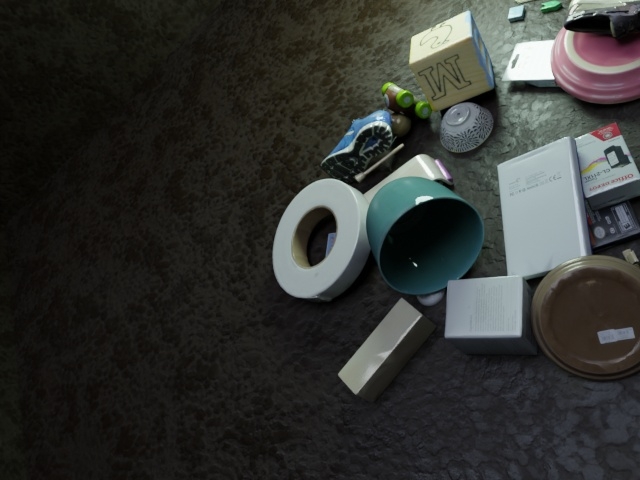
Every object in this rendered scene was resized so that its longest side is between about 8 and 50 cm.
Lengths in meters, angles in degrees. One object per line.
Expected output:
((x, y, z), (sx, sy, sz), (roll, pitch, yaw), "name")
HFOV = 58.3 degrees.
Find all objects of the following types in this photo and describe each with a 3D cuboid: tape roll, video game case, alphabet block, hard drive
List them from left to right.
((0.000, 0.000, 1.796), (0.392, 0.072, 0.392), (-20, 60, 40), "tape roll")
((0.403, -0.547, 1.761), (0.197, 0.193, 0.192), (-19, 37, 27), "alphabet block")
((0.550, -0.073, 1.424), (0.210, 0.040, 0.319), (-22, 61, 49), "hard drive")
((0.638, -0.086, 1.459), (0.248, 0.035, 0.275), (-23, 54, 24), "video game case")

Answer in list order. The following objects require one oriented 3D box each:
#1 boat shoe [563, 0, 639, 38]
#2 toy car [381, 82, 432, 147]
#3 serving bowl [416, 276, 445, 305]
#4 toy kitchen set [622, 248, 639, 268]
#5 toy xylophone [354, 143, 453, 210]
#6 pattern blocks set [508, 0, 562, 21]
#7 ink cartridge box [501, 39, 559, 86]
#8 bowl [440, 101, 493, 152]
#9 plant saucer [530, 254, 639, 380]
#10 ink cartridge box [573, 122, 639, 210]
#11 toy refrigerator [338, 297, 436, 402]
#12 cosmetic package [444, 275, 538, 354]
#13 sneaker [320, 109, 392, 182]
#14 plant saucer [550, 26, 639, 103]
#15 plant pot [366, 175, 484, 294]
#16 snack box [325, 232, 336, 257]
((0.764, -0.561, 1.458), (0.285, 0.103, 0.092), (23, 85, 37), "boat shoe")
((0.243, -0.394, 1.863), (0.188, 0.148, 0.155), (-60, 26, 15), "toy car")
((0.299, 0.137, 1.582), (0.083, 0.027, 0.083), (-17, 55, 27), "serving bowl")
((0.689, 0.066, 1.310), (0.075, 0.068, 0.083), (-25, 52, 23), "toy kitchen set")
((0.235, -0.159, 1.762), (0.322, 0.081, 0.236), (-29, 51, 20), "toy xylophone")
((0.711, -0.858, 1.854), (0.285, 0.026, 0.325), (-10, 60, 32), "pattern blocks set")
((0.649, -0.522, 1.701), (0.179, 0.045, 0.146), (11, 72, 45), "ink cartridge box")
((0.428, -0.360, 1.739), (0.170, 0.080, 0.170), (-18, 55, 28), "bowl")
((0.606, 0.170, 1.256), (0.277, 0.041, 0.278), (-1, 87, 23), "plant saucer")
((0.692, -0.179, 1.398), (0.127, 0.072, 0.175), (-22, 54, 25), "ink cartridge box")
((0.176, 0.292, 1.533), (0.270, 0.102, 0.094), (-51, 47, 1), "toy refrigerator")
((0.414, 0.185, 1.386), (0.183, 0.151, 0.152), (-6, 61, 32), "cosmetic package")
((0.127, -0.308, 1.878), (0.330, 0.129, 0.147), (-34, 27, 45), "sneaker")
((0.791, -0.527, 1.536), (0.331, 0.084, 0.332), (-11, 63, 22), "plant saucer")
((0.256, -0.040, 1.554), (0.293, 0.293, 0.235), (-40, 34, 10), "plant pot")
((0.046, 0.057, 1.816), (0.064, 0.022, 0.178), (-9, 60, 33), "snack box")
